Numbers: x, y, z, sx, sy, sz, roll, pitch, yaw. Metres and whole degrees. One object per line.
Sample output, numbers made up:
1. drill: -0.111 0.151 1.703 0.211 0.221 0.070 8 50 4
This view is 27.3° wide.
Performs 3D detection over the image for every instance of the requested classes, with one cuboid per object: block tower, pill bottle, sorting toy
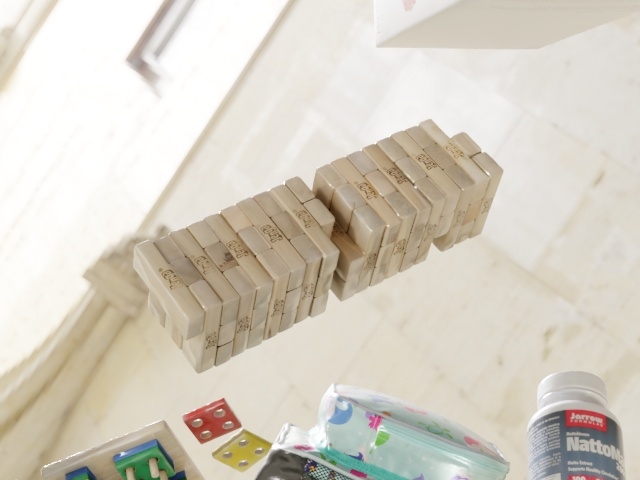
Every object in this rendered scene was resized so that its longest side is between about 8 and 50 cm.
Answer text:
1. block tower: 0.000 0.000 1.164 0.335 0.097 0.091 -24 -123 -28
2. pill bottle: 0.282 0.239 1.459 0.108 0.108 0.180 31 -137 -26
3. sorting toy: -0.180 0.250 1.310 0.132 0.274 0.046 67 -178 -46

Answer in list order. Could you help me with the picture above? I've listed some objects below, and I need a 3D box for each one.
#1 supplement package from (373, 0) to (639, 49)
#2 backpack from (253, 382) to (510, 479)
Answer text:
1. supplement package: 0.164 -0.270 1.129 0.175 0.178 0.293 -2 179 -14
2. backpack: 0.068 0.239 1.132 0.253 0.191 0.225 29 179 3
